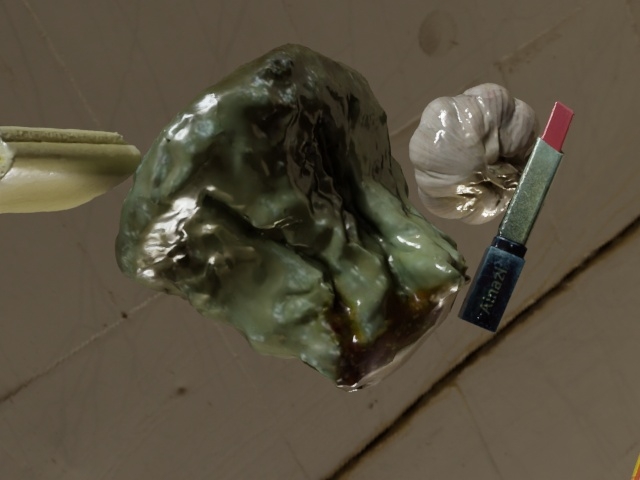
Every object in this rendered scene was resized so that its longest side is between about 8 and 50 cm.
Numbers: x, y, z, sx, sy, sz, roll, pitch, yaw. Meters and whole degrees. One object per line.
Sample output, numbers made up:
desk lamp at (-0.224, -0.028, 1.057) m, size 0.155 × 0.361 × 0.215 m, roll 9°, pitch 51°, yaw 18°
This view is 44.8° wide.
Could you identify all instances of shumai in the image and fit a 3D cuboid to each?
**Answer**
shumai at (0.000, 0.000, 0.874) m, size 0.324 × 0.323 × 0.397 m, roll -53°, pitch -19°, yaw 25°

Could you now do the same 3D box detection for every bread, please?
bread at (-0.293, -0.070, 0.799) m, size 0.178 × 0.139 × 0.060 m, roll -11°, pitch -101°, yaw -64°

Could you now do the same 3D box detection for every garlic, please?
garlic at (0.251, -0.130, 1.225) m, size 0.228 × 0.152 × 0.227 m, roll -1°, pitch -69°, yaw -3°

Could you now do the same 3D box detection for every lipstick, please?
lipstick at (0.260, -0.034, 0.996) m, size 0.051 × 0.051 × 0.312 m, roll 23°, pitch -89°, yaw 7°

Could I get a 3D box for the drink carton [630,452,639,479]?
drink carton at (0.399, 0.350, 0.945) m, size 0.223 × 0.071 × 0.096 m, roll -51°, pitch -33°, yaw -36°
